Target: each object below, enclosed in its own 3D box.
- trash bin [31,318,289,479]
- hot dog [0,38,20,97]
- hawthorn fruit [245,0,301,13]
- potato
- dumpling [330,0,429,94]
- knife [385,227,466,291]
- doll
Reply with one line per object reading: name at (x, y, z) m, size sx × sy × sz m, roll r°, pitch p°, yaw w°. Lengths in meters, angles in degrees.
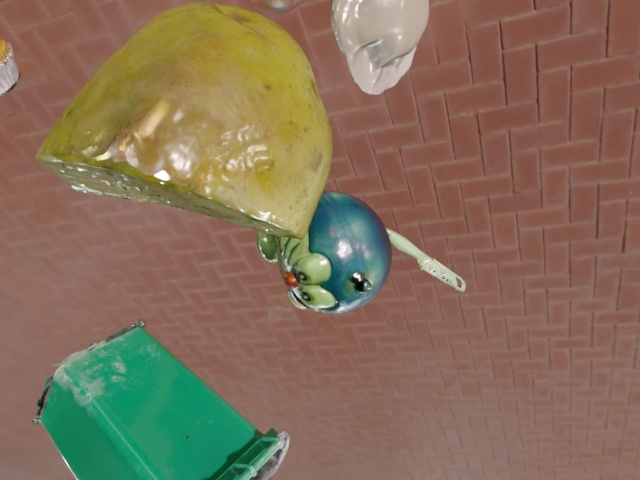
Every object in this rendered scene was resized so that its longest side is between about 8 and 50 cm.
trash bin at (-0.274, 0.342, 0.838) m, size 0.381 × 0.259 × 0.295 m, roll 41°, pitch 122°, yaw 13°
hot dog at (-0.537, -0.237, 0.707) m, size 0.253 × 0.131 × 0.069 m, roll 0°, pitch 147°, yaw 17°
hawthorn fruit at (-0.090, -0.538, 0.869) m, size 0.231 × 0.263 × 0.235 m, roll -38°, pitch 163°, yaw 7°
potato at (-0.139, -0.174, 0.587) m, size 0.330 × 0.280 × 0.213 m, roll 14°, pitch 170°, yaw 2°
dumpling at (0.131, -0.405, 0.924) m, size 0.163 × 0.293 × 0.204 m, roll -21°, pitch 100°, yaw 45°
knife at (0.258, 0.050, 1.243) m, size 0.293 × 0.020 × 0.043 m, roll 32°, pitch 92°, yaw -17°
doll at (0.000, 0.001, 0.830) m, size 0.186 × 0.322 × 0.198 m, roll -19°, pitch 126°, yaw -16°
